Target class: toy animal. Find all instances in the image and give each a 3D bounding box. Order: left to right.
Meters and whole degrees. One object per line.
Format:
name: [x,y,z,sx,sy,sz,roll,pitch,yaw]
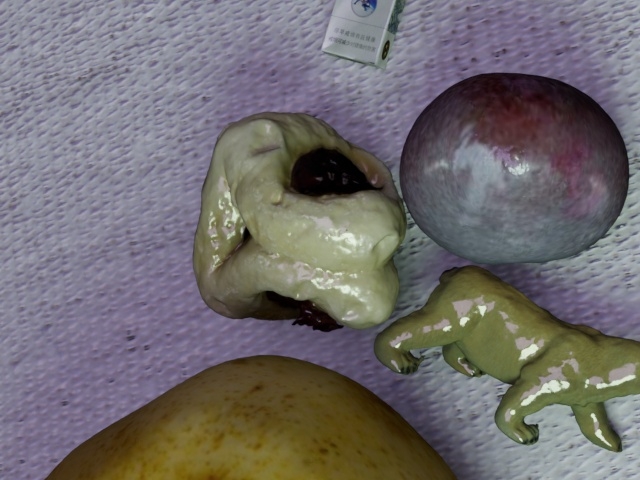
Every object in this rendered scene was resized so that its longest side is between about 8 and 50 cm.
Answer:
toy animal: [0.159,0.085,1.140,0.218,0.103,0.101,29,107,25]

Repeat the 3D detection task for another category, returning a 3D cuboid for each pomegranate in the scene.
pomegranate: [-0.060,0.286,1.071,0.416,0.416,0.417,-3,82,23]

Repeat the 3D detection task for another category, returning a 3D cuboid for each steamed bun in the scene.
steamed bun: [0.000,0.000,1.183,0.155,0.140,0.172,28,111,48]

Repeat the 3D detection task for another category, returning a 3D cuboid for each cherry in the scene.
cherry: [0.138,-0.057,1.142,0.176,0.176,0.140,-4,64,23]

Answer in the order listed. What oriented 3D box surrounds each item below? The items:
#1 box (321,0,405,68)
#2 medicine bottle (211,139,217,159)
box: [0.038,-0.188,1.279,0.054,0.024,0.083,18,92,27]
medicine bottle: [-0.045,-0.062,1.287,0.083,0.047,0.047,26,94,23]
